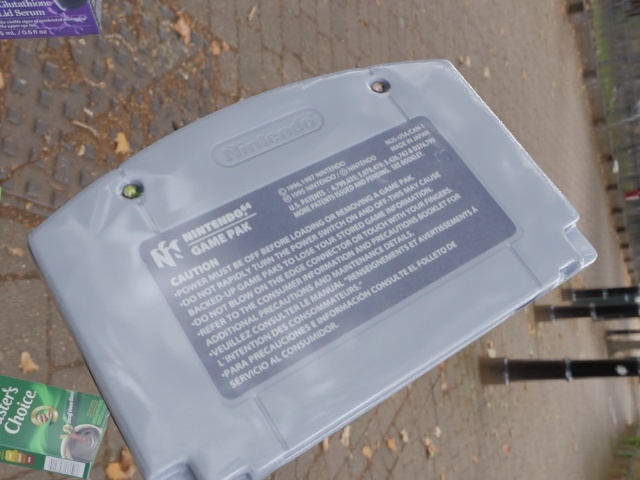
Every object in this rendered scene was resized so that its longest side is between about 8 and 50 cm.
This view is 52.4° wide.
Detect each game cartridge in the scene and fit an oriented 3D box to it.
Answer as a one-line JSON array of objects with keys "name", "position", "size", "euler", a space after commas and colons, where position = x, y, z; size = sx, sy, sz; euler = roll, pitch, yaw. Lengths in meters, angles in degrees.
[{"name": "game cartridge", "position": [0.000, 0.000, 0.386], "size": [0.196, 0.294, 0.060], "euler": [58, -23, 14]}]

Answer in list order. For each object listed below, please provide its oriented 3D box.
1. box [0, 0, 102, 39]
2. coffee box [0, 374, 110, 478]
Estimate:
[{"name": "box", "position": [-0.366, -0.358, 0.791], "size": [0.207, 0.153, 0.108], "euler": [92, -8, -64]}, {"name": "coffee box", "position": [-0.386, 0.247, 0.875], "size": [0.113, 0.184, 0.040], "euler": [-87, -164, -56]}]
